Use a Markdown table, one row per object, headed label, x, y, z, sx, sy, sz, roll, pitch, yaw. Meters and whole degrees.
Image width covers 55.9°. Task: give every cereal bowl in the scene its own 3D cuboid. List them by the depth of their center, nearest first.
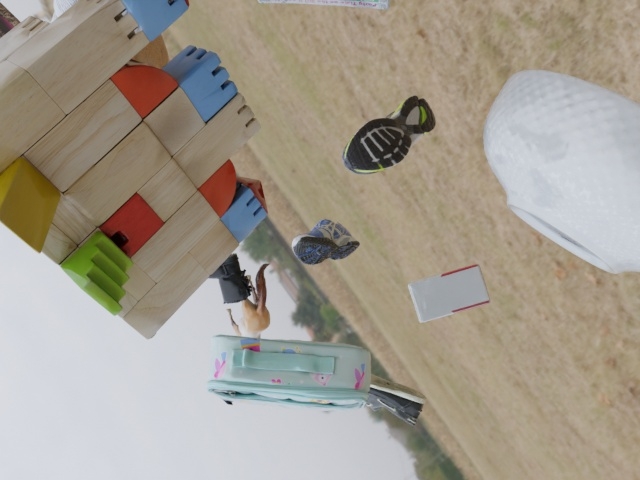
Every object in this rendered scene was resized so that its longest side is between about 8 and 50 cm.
| label | x | y | z | sx | sy | sz | roll | pitch | yaw |
| --- | --- | --- | --- | --- | --- | --- | --- | --- | --- |
| cereal bowl | 0.342 | -0.059 | 0.755 | 0.339 | 0.141 | 0.339 | 34 | -174 | -4 |

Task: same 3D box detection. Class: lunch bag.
| label | x | y | z | sx | sy | sz | roll | pitch | yaw |
| --- | --- | --- | --- | --- | --- | --- | --- | --- | --- |
| lunch bag | -0.055 | 0.228 | 1.020 | 0.224 | 0.279 | 0.107 | 86 | -173 | -73 |

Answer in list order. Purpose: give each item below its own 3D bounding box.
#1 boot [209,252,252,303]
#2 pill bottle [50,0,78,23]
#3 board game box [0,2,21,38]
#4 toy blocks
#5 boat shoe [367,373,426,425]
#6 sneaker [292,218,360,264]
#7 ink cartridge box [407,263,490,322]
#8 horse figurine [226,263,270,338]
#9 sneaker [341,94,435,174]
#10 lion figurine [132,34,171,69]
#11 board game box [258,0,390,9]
| label | x | y | z | sx | sy | sz | roll | pitch | yaw |
| --- | --- | --- | --- | --- | --- | --- | --- | --- | --- |
| boot | -0.209 | 0.088 | 1.274 | 0.045 | 0.121 | 0.099 | -77 | -30 | -75 |
| pill bottle | -0.505 | -0.553 | 1.366 | 0.283 | 0.160 | 0.160 | -33 | 94 | 45 |
| board game box | -0.712 | -0.337 | 1.160 | 0.232 | 0.291 | 0.141 | 42 | 135 | 14 |
| toy blocks | -0.181 | -0.087 | 0.600 | 0.191 | 0.261 | 0.381 | 29 | 160 | 40 |
| boat shoe | 0.124 | 0.357 | 1.403 | 0.233 | 0.079 | 0.084 | 20 | -173 | 10 |
| sneaker | 0.000 | 0.000 | 1.338 | 0.211 | 0.080 | 0.081 | 1 | -130 | -57 |
| ink cartridge box | 0.359 | 0.147 | 1.727 | 0.273 | 0.197 | 0.114 | 15 | -122 | -82 |
| horse figurine | -0.157 | 0.168 | 1.357 | 0.174 | 0.066 | 0.263 | 63 | 148 | 33 |
| sneaker | 0.141 | -0.212 | 1.326 | 0.111 | 0.300 | 0.121 | 54 | 139 | 0 |
| lion figurine | -0.308 | -0.232 | 0.888 | 0.240 | 0.142 | 0.392 | 95 | -179 | -48 |
| board game box | -0.002 | -0.477 | 0.868 | 0.303 | 0.224 | 0.097 | 78 | -161 | -69 |
